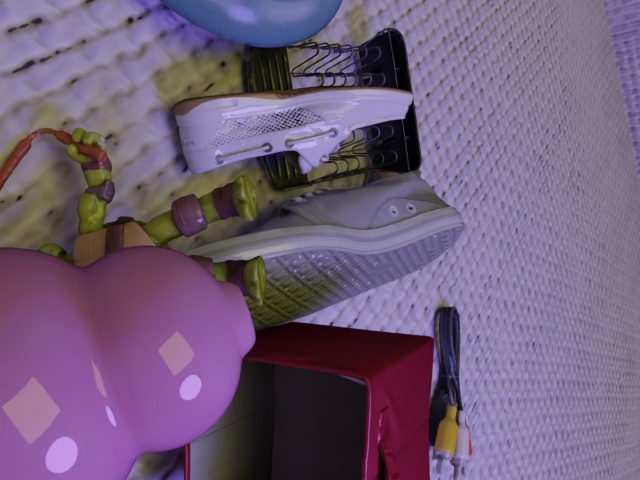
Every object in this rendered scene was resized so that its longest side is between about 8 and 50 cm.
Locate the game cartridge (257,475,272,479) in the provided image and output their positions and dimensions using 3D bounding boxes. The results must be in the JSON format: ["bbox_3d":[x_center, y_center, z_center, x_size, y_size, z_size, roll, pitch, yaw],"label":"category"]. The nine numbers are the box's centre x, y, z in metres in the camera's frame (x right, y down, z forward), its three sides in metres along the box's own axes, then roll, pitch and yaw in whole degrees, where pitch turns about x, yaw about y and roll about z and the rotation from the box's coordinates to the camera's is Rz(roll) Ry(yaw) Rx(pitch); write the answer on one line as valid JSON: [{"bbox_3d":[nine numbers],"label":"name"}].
[{"bbox_3d":[0.026,0.417,0.618,0.285,0.053,0.324,22,29,-45],"label":"game cartridge"}]

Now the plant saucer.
[{"bbox_3d":[-0.086,-0.369,0.613,0.317,0.043,0.318,7,77,-32],"label":"plant saucer"}]

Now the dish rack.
[{"bbox_3d":[0.024,-0.176,0.764,0.271,0.074,0.208,-17,99,-45],"label":"dish rack"}]

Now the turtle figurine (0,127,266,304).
[{"bbox_3d":[-0.158,0.026,0.485,0.087,0.217,0.270,78,5,-75],"label":"turtle figurine"}]

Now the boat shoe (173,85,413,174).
[{"bbox_3d":[-0.023,-0.126,0.650,0.276,0.098,0.096,-10,105,-16],"label":"boat shoe"}]

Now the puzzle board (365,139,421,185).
[{"bbox_3d":[0.118,-0.100,0.915,0.128,0.011,0.097,33,65,-42],"label":"puzzle board"}]

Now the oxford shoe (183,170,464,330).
[{"bbox_3d":[0.000,0.000,0.700,0.449,0.169,0.130,-15,62,-39],"label":"oxford shoe"}]

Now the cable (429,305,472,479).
[{"bbox_3d":[0.243,0.265,0.992,0.139,0.072,0.287,31,65,-49],"label":"cable"}]

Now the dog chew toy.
[{"bbox_3d":[-0.202,0.097,0.336,0.331,0.206,0.207,-18,104,-14],"label":"dog chew toy"}]

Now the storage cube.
[{"bbox_3d":[-0.004,0.190,0.569,0.193,0.214,0.184,-2,93,-62],"label":"storage cube"}]
